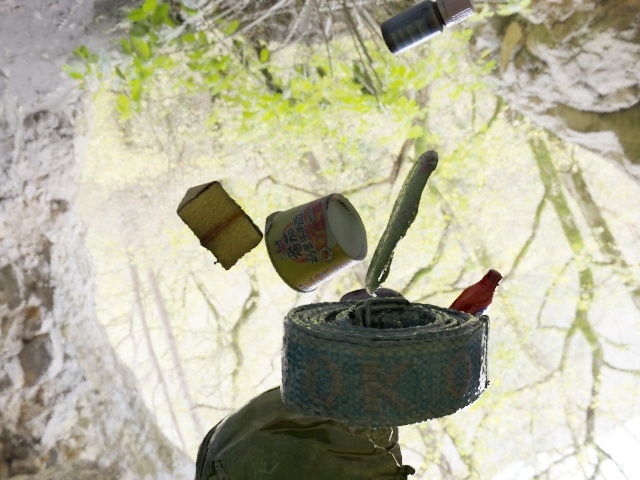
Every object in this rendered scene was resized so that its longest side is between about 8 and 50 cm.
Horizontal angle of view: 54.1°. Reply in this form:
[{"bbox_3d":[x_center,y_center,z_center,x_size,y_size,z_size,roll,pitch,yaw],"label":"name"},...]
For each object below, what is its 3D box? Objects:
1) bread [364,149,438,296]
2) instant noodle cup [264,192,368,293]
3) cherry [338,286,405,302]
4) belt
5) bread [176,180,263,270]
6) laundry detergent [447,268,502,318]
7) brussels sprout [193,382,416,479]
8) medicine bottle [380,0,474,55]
[{"bbox_3d":[0.144,-0.028,1.172,0.301,0.045,0.302,23,90,-86],"label":"bread"},{"bbox_3d":[0.000,0.000,1.760,0.200,0.265,0.264,-24,167,29],"label":"instant noodle cup"},{"bbox_3d":[0.124,0.188,1.485,0.176,0.176,0.140,-25,129,-12],"label":"cherry"},{"bbox_3d":[0.048,0.086,0.491,0.147,0.082,0.163,7,-175,27],"label":"belt"},{"bbox_3d":[-0.317,-0.060,1.986,0.178,0.142,0.266,-33,119,5],"label":"bread"},{"bbox_3d":[0.270,0.120,1.144,0.097,0.049,0.165,8,121,-41],"label":"laundry detergent"},{"bbox_3d":[-0.040,0.414,1.103,0.360,0.343,0.425,2,158,-2],"label":"brussels sprout"},{"bbox_3d":[0.238,-0.493,1.402,0.203,0.084,0.083,-22,167,25],"label":"medicine bottle"}]
